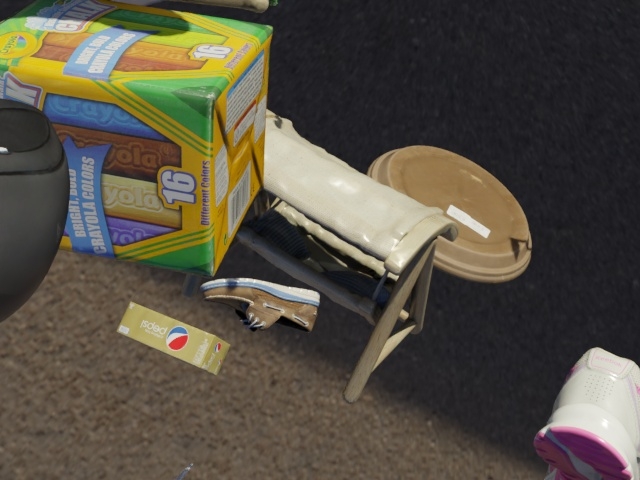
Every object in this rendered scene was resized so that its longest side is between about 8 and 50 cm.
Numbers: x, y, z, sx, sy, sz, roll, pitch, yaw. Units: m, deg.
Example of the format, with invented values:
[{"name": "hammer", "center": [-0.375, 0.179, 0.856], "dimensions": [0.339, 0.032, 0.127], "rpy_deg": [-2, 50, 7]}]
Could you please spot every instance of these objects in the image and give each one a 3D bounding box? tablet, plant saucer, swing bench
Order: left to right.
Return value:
[{"name": "tablet", "center": [-0.226, 0.374, 1.697], "dimensions": [0.006, 0.083, 0.054], "rpy_deg": [45, 114, -1]}, {"name": "swing bench", "center": [0.000, 0.000, 1.242], "dimensions": [0.253, 0.165, 0.255], "rpy_deg": [33, 139, 17]}, {"name": "plant saucer", "center": [0.198, -0.049, 1.654], "dimensions": [0.278, 0.278, 0.041], "rpy_deg": [29, 126, -3]}]

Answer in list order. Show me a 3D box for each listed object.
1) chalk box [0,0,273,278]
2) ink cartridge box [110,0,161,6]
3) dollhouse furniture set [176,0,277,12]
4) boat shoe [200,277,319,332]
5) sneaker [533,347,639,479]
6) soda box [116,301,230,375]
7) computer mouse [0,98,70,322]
[{"name": "chalk box", "center": [-0.206, -0.107, 1.002], "dimensions": [0.289, 0.180, 0.179], "rpy_deg": [11, 122, 8]}, {"name": "ink cartridge box", "center": [-0.228, -0.454, 1.315], "dimensions": [0.131, 0.226, 0.306], "rpy_deg": [-17, 90, -12]}, {"name": "dollhouse furniture set", "center": [-0.178, -0.343, 1.022], "dimensions": [0.301, 0.151, 0.198], "rpy_deg": [2, 128, -21]}, {"name": "boat shoe", "center": [-0.084, 0.095, 1.582], "dimensions": [0.183, 0.066, 0.066], "rpy_deg": [9, 74, -24]}, {"name": "sneaker", "center": [0.255, 0.180, 0.984], "dimensions": [0.103, 0.111, 0.252], "rpy_deg": [19, 155, 21]}, {"name": "soda box", "center": [-0.242, 0.161, 1.833], "dimensions": [0.181, 0.061, 0.058], "rpy_deg": [19, 79, 28]}, {"name": "computer mouse", "center": [-0.174, 0.042, 0.402], "dimensions": [0.060, 0.262, 0.184], "rpy_deg": [26, 105, 17]}]
